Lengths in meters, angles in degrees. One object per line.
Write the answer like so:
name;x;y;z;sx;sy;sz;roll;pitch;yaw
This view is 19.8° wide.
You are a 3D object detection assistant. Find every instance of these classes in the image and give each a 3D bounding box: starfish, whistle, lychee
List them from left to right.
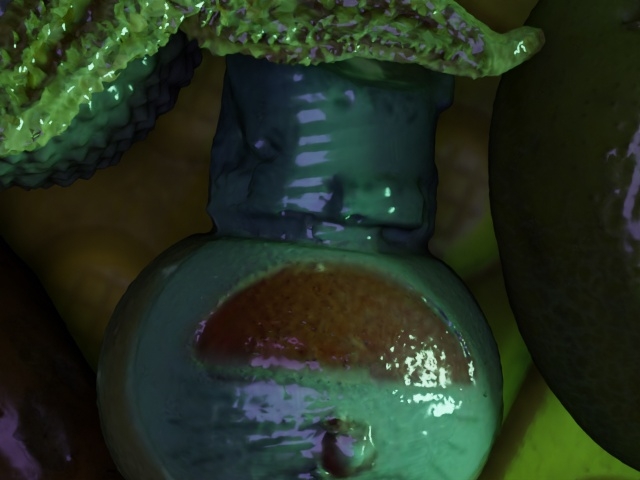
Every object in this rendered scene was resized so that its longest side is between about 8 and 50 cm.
lychee;-0.143;-0.102;0.820;0.197;0.165;0.165;7;99;-30
starfish;-0.051;-0.153;0.751;0.302;0.060;0.299;10;68;-12
whistle;0.000;0.000;0.806;0.189;0.189;0.347;7;92;8

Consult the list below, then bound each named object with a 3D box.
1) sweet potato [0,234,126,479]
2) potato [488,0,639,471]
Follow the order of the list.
sweet potato;-0.164;0.068;0.871;0.112;0.112;0.359;-38;81;11
potato;0.164;-0.006;0.792;0.174;0.159;0.251;7;107;37
